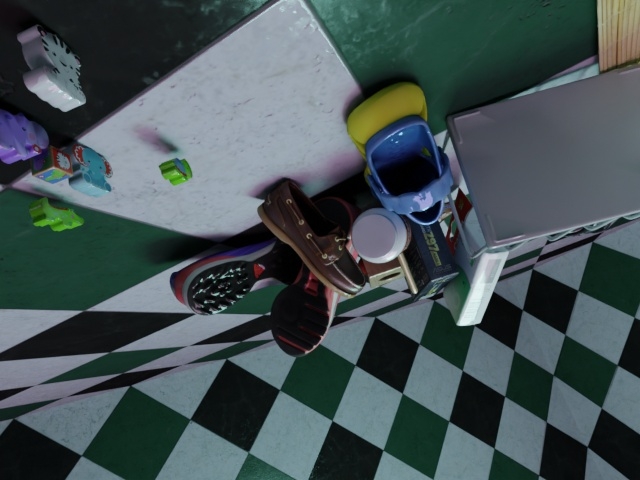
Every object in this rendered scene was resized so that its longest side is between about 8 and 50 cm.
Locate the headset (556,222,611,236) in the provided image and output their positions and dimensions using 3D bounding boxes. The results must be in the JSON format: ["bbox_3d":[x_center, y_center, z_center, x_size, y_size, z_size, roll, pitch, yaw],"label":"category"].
[{"bbox_3d":[0.752,-0.052,1.202,0.243,0.185,0.394,-6,169,-36],"label":"headset"}]

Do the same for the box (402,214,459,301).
[{"bbox_3d":[0.201,0.015,0.857,0.059,0.184,0.233,-17,161,-2],"label":"box"}]

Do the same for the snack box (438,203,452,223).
[{"bbox_3d":[0.255,-0.039,1.014,0.064,0.022,0.178,-12,161,-16],"label":"snack box"}]

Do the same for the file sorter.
[{"bbox_3d":[0.339,-0.097,0.625,0.277,0.193,0.173,-14,166,3],"label":"file sorter"}]

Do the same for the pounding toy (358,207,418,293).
[{"bbox_3d":[0.119,0.035,0.838,0.094,0.181,0.206,-19,162,3],"label":"pounding toy"}]

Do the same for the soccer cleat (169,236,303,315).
[{"bbox_3d":[-0.125,0.045,0.793,0.318,0.109,0.116,-20,-157,-38],"label":"soccer cleat"}]

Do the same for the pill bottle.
[{"bbox_3d":[0.097,-0.009,0.664,0.086,0.086,0.152,-24,176,16],"label":"pill bottle"}]

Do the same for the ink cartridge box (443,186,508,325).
[{"bbox_3d":[0.276,0.025,0.829,0.056,0.225,0.181,-3,127,-8],"label":"ink cartridge box"}]

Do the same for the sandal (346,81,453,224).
[{"bbox_3d":[0.127,-0.079,0.589,0.126,0.138,0.317,-26,163,17],"label":"sandal"}]

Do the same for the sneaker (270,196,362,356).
[{"bbox_3d":[0.013,0.074,0.769,0.136,0.115,0.314,-8,122,-61],"label":"sneaker"}]

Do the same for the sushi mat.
[{"bbox_3d":[0.403,-0.271,0.485,0.151,0.019,0.316,-27,160,29],"label":"sushi mat"}]

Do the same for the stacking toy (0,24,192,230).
[{"bbox_3d":[-0.240,-0.078,0.378,0.166,0.052,0.221,-19,164,7],"label":"stacking toy"}]

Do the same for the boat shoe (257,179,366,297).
[{"bbox_3d":[0.000,0.000,0.624,0.073,0.207,0.073,-41,-166,25],"label":"boat shoe"}]
